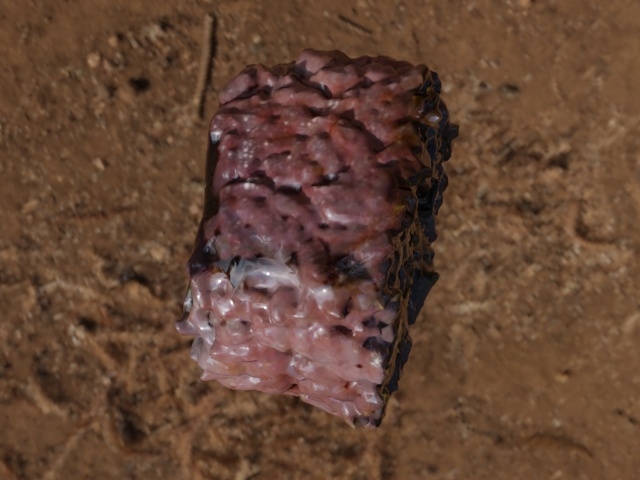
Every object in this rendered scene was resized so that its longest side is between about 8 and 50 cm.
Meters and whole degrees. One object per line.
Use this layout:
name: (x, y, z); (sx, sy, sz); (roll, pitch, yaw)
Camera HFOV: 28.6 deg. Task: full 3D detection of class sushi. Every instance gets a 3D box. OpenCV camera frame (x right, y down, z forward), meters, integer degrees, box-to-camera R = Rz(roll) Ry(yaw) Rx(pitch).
sushi: (0.000, 0.000, 0.927); (0.171, 0.270, 0.236); (8, 154, 11)
